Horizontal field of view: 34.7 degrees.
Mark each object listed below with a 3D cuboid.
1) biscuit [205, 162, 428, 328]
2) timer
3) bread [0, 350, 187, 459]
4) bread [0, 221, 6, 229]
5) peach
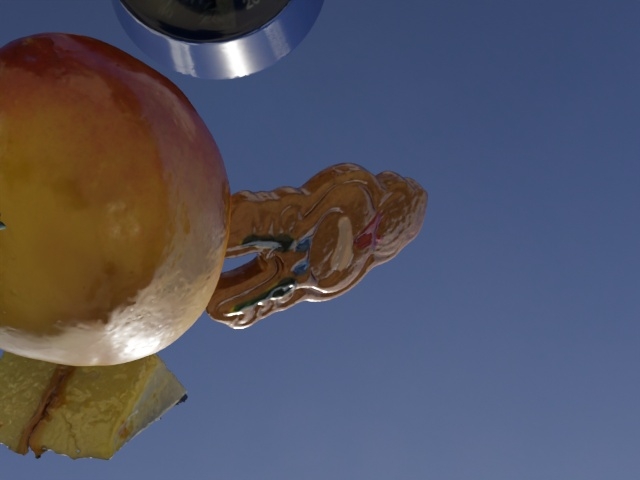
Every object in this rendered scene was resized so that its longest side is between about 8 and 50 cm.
[{"bbox_3d":[0.000,0.000,1.280,0.333,0.047,0.202,-17,-47,-32],"label":"biscuit"},{"bbox_3d":[-0.127,-0.344,1.081,0.270,0.383,0.271,0,-96,1],"label":"timer"},{"bbox_3d":[-0.318,0.221,1.323,0.240,0.178,0.135,6,-35,26],"label":"bread"},{"bbox_3d":[-0.200,0.035,0.331,0.174,0.251,0.133,4,-100,-10],"label":"bread"},{"bbox_3d":[-0.212,-0.037,0.934,0.288,0.289,0.308,21,-61,-13],"label":"peach"}]
